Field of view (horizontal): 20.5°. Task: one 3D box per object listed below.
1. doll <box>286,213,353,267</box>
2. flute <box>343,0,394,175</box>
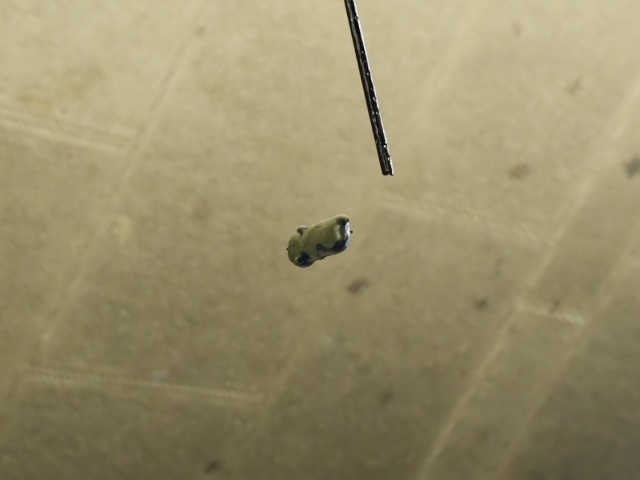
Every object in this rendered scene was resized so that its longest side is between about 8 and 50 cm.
[{"bbox_3d":[0.000,0.000,1.591,0.027,0.125,0.037,7,77,-21],"label":"doll"},{"bbox_3d":[0.040,-0.194,1.772,0.014,0.014,0.270,-7,83,-41],"label":"flute"}]
